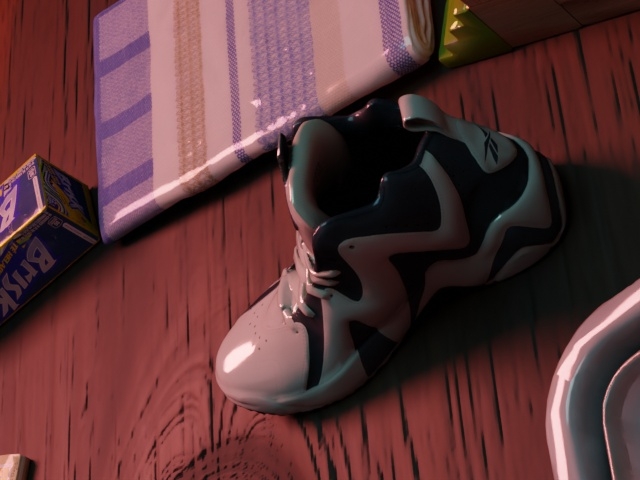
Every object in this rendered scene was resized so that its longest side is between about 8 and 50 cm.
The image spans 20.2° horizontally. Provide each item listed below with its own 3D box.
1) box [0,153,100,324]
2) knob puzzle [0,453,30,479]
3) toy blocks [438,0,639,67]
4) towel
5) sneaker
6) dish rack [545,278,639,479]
[{"bbox_3d":[-0.234,0.018,1.261,0.169,0.054,0.059,-39,43,20],"label":"box"},{"bbox_3d":[-0.282,0.230,1.191,0.213,0.030,0.213,-24,51,32],"label":"knob puzzle"},{"bbox_3d":[0.146,-0.234,0.897,0.381,0.261,0.191,-13,57,39],"label":"toy blocks"},{"bbox_3d":[-0.045,-0.137,1.196,0.285,0.034,0.209,-29,50,31],"label":"towel"},{"bbox_3d":[0.000,0.000,0.971,0.235,0.153,0.094,-29,47,28],"label":"sneaker"},{"bbox_3d":[0.227,0.126,0.699,0.285,0.072,0.333,-40,44,37],"label":"dish rack"}]
